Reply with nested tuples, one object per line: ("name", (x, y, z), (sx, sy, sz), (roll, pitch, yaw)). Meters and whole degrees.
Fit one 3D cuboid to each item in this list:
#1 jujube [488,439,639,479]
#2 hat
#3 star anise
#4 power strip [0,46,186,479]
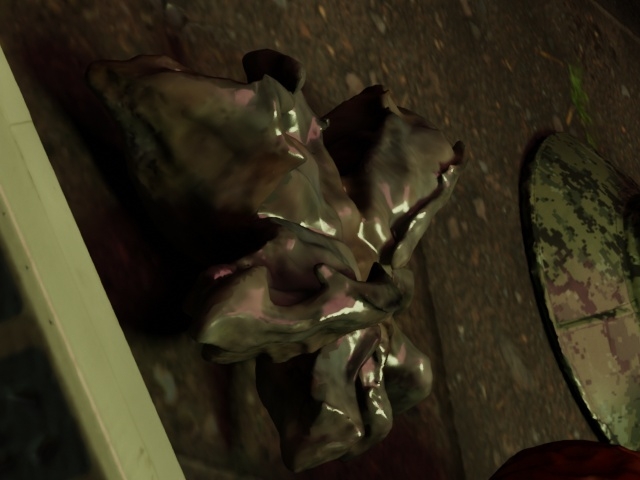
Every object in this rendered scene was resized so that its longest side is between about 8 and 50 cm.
("jujube", (0.101, 0.188, 0.778), (0.250, 0.174, 0.174), (-35, 101, -50))
("hat", (0.249, 0.035, 1.175), (0.265, 0.128, 0.266), (33, 48, -45))
("star anise", (-0.002, 0.000, 0.787), (0.257, 0.110, 0.198), (14, 58, -64))
("power strip", (-0.100, 0.080, 0.563), (0.367, 0.106, 0.043), (67, 22, -1))
